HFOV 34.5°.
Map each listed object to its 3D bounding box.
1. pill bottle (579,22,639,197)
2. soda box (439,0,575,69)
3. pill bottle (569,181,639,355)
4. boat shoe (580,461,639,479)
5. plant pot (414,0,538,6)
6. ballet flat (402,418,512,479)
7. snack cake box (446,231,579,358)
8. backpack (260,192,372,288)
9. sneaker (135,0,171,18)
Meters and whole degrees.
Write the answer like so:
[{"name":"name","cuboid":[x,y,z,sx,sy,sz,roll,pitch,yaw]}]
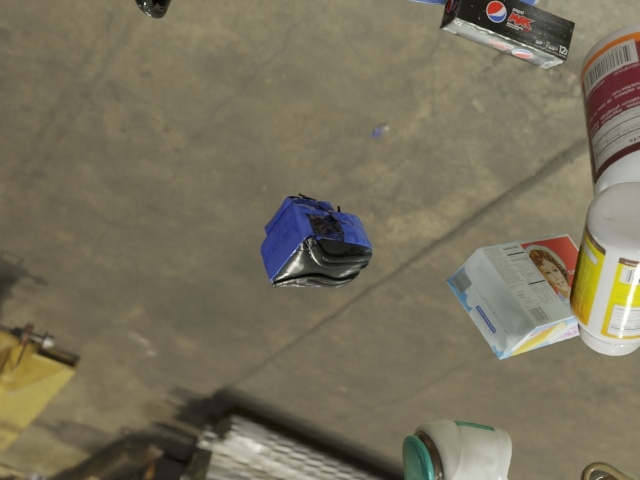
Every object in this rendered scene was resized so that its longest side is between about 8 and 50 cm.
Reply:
[{"name":"pill bottle","cuboid":[0.554,-0.148,1.683,0.224,0.392,0.224,3,145,2]},{"name":"soda box","cuboid":[0.246,-0.283,1.356,0.169,0.060,0.053,18,170,-16]},{"name":"pill bottle","cuboid":[0.363,0.041,1.226,0.117,0.117,0.215,7,138,9]},{"name":"boat shoe","cuboid":[0.311,0.326,0.898,0.104,0.285,0.089,-36,147,4]},{"name":"plant pot","cuboid":[0.235,-0.459,1.443,0.212,0.236,0.236,16,125,6]},{"name":"ballet flat","cuboid":[0.167,0.386,1.148,0.139,0.139,0.400,2,105,15]},{"name":"snack cake box","cuboid":[0.338,0.081,1.625,0.264,0.152,0.089,-7,146,-47]},{"name":"backpack","cuboid":[0.000,0.000,1.256,0.120,0.101,0.098,11,139,-33]},{"name":"sneaker","cuboid":[-0.013,-0.246,0.752,0.302,0.121,0.108,-13,171,17]}]
